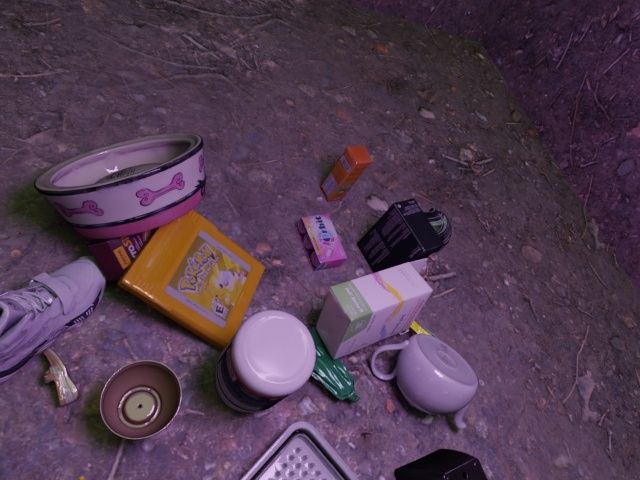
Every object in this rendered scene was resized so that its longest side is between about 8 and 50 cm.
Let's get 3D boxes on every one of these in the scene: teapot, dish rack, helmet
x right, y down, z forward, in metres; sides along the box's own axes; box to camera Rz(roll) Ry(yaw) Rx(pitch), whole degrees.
[{"bbox_3d":[0.312,0.410,1.212,0.252,0.187,0.256,16,24,-40],"label":"teapot"},{"bbox_3d":[-0.067,0.628,0.942,0.285,0.072,0.333,47,51,9],"label":"dish rack"},{"bbox_3d":[0.413,-0.037,1.560,0.161,0.169,0.169,-10,64,-14],"label":"helmet"}]

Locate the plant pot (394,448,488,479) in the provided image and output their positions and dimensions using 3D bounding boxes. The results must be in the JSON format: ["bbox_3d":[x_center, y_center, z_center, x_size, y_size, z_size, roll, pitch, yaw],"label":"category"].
[{"bbox_3d":[0.340,0.655,1.066,0.188,0.167,0.187,-5,62,-30],"label":"plant pot"}]

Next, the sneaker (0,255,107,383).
[{"bbox_3d":[-0.617,0.140,0.899,0.137,0.210,0.366,36,50,-1],"label":"sneaker"}]

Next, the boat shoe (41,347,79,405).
[{"bbox_3d":[-0.585,0.301,0.912,0.045,0.050,0.135,-28,74,-42],"label":"boat shoe"}]

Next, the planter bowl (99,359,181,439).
[{"bbox_3d":[-0.402,0.363,0.925,0.162,0.109,0.162,13,55,-19],"label":"planter bowl"}]

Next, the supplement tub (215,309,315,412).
[{"bbox_3d":[-0.143,0.299,0.990,0.191,0.272,0.191,13,55,-19],"label":"supplement tub"}]

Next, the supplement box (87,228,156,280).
[{"bbox_3d":[-0.483,0.013,1.075,0.188,0.080,0.104,-50,125,-56],"label":"supplement box"}]

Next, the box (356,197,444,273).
[{"bbox_3d":[0.258,0.012,1.385,0.103,0.261,0.184,-13,67,-33],"label":"box"}]

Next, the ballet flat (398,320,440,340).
[{"bbox_3d":[0.297,0.296,1.349,0.077,0.077,0.231,-41,78,-21],"label":"ballet flat"}]

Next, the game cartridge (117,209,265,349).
[{"bbox_3d":[-0.321,0.090,1.108,0.323,0.052,0.285,43,46,-27],"label":"game cartridge"}]

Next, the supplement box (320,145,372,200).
[{"bbox_3d":[0.088,-0.237,1.482,0.078,0.233,0.080,-13,69,-33],"label":"supplement box"}]

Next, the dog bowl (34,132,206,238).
[{"bbox_3d":[-0.488,-0.149,1.078,0.408,0.150,0.408,-8,30,5],"label":"dog bowl"}]

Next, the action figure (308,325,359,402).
[{"bbox_3d":[0.019,0.367,1.161,0.232,0.063,0.137,44,49,10],"label":"action figure"}]

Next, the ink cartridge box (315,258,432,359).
[{"bbox_3d":[0.180,0.191,1.196,0.353,0.207,0.119,-15,51,-28],"label":"ink cartridge box"}]

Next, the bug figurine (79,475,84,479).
[{"bbox_3d":[-0.437,0.592,0.743,0.279,0.072,0.216,39,45,15],"label":"bug figurine"}]

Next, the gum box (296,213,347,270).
[{"bbox_3d":[0.000,0.000,1.393,0.107,0.062,0.188,-8,64,-31],"label":"gum box"}]
